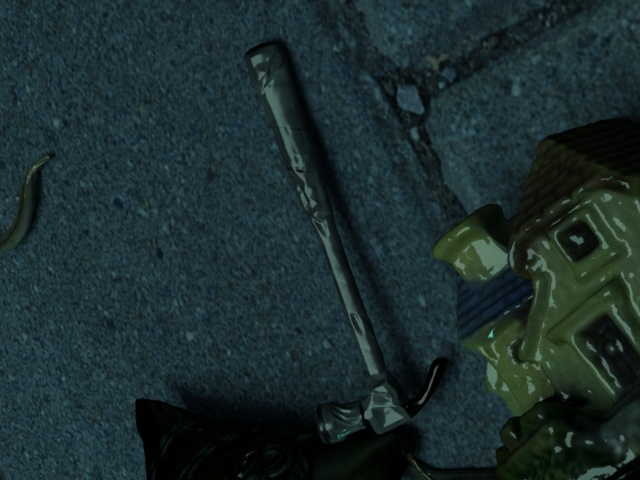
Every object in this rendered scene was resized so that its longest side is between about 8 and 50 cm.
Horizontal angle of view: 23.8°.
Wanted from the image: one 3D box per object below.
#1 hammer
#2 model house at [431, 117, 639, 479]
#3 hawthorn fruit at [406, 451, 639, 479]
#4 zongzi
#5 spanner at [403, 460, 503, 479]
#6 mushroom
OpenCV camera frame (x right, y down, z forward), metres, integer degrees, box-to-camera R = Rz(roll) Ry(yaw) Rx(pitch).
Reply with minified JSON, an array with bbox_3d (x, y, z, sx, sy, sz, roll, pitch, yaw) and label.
[{"bbox_3d":[0.000,0.000,1.585,0.152,0.044,0.427,-21,92,14],"label":"hammer"},{"bbox_3d":[0.231,0.055,1.300,0.321,0.261,0.266,-42,76,38],"label":"model house"},{"bbox_3d":[0.208,0.282,1.464,0.285,0.165,0.165,13,120,14],"label":"hawthorn fruit"},{"bbox_3d":[-0.064,0.369,1.741,0.383,0.319,0.362,8,126,59],"label":"zongzi"},{"bbox_3d":[0.184,0.252,1.599,0.254,0.015,0.054,-11,101,42],"label":"spanner"},{"bbox_3d":[-0.417,-0.022,1.963,0.068,0.043,0.306,44,135,-19],"label":"mushroom"}]
